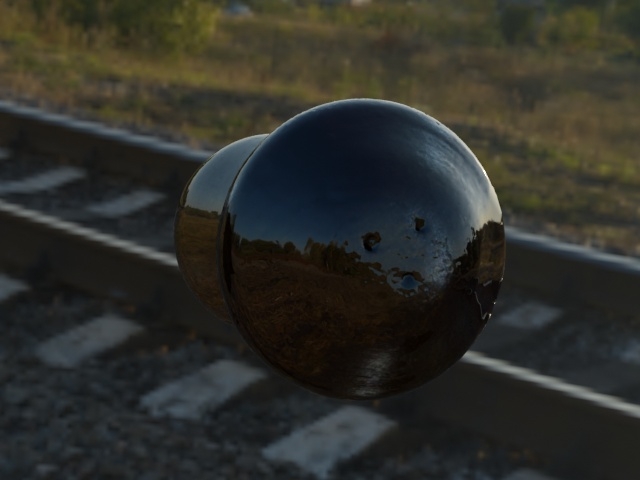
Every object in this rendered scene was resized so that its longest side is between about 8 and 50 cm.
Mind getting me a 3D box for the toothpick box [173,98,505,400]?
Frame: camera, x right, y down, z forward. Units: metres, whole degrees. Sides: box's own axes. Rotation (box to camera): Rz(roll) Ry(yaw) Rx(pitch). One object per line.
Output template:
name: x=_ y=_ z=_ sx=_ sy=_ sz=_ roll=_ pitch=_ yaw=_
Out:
toothpick box: x=0.000 y=0.000 z=1.024 sx=0.192 sy=0.192 sz=0.294 roll=2 pitch=3 yaw=-19
